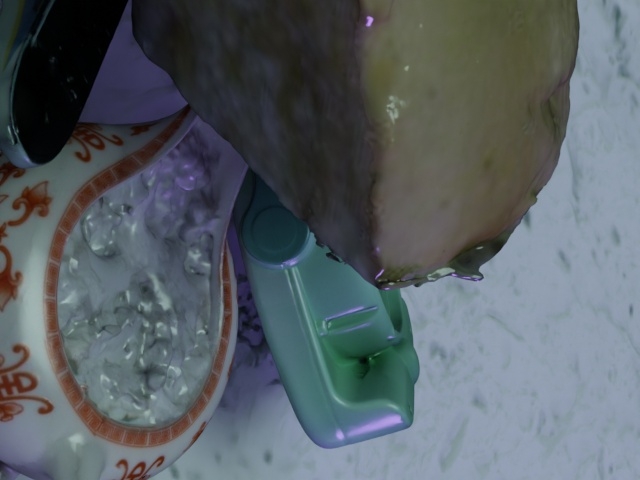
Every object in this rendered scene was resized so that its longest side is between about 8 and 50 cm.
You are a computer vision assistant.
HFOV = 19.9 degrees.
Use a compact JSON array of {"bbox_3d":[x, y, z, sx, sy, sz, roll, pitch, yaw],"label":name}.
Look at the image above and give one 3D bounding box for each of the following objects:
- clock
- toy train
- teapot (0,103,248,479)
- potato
[{"bbox_3d":[-0.001,0.000,0.917,0.148,0.060,0.188,-83,156,-67],"label":"clock"},{"bbox_3d":[-0.115,-0.117,0.813,0.234,0.051,0.052,-75,147,-41],"label":"toy train"},{"bbox_3d":[-0.104,0.041,0.800,0.159,0.116,0.245,44,49,-55],"label":"teapot"},{"bbox_3d":[0.045,-0.151,0.743,0.189,0.211,0.264,-22,135,-27],"label":"potato"}]
